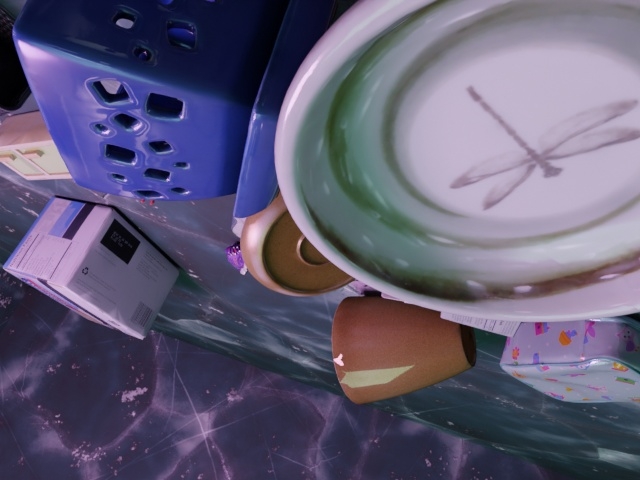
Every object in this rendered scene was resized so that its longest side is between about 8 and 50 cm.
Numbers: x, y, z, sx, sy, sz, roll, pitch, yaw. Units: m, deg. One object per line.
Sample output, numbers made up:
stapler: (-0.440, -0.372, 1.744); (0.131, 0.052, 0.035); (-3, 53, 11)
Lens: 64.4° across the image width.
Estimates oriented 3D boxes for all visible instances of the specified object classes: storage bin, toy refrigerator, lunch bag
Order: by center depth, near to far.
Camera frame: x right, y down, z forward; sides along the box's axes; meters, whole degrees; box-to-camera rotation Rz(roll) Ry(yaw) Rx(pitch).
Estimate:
storage bin: (-0.488, -0.270, 0.700); (0.084, 0.122, 0.180); (0, 148, 39)
toy refrigerator: (-0.500, -0.174, 0.944); (0.269, 0.094, 0.102); (4, 151, 34)
lunch bag: (0.496, 0.225, 0.948); (0.224, 0.108, 0.279); (25, 156, -16)

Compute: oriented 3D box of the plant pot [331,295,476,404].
plant pot: (0.189, 0.220, 1.080); (0.254, 0.237, 0.237); (-12, 142, 29)

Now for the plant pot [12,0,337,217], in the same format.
plant pot: (-0.113, -0.167, 0.494); (0.212, 0.236, 0.236); (17, 155, -7)

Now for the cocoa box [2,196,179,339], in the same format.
cocoa box: (-0.599, 0.079, 1.377); (0.227, 0.232, 0.347); (11, 153, 23)

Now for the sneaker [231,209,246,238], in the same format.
sneaker: (-0.087, -0.010, 0.902); (0.283, 0.122, 0.110); (0, 147, 49)

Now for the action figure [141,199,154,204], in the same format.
action figure: (-0.381, -0.113, 1.057); (0.038, 0.030, 0.115); (19, 154, 17)

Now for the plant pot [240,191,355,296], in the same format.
plant pot: (0.000, 0.000, 0.759); (0.236, 0.032, 0.237); (-10, 128, -14)

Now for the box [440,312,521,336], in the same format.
box: (0.290, 0.102, 0.901); (0.137, 0.072, 0.126); (14, 155, 17)

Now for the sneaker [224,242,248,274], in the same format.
sneaker: (-0.183, 0.033, 1.152); (0.071, 0.068, 0.170); (31, 155, -6)

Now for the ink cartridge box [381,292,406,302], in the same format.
ink cartridge box: (0.193, 0.051, 0.807); (0.180, 0.104, 0.060); (8, 138, 17)

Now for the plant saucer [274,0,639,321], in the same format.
plant saucer: (0.166, -0.065, 0.410); (0.400, 0.101, 0.401); (8, 146, 5)
